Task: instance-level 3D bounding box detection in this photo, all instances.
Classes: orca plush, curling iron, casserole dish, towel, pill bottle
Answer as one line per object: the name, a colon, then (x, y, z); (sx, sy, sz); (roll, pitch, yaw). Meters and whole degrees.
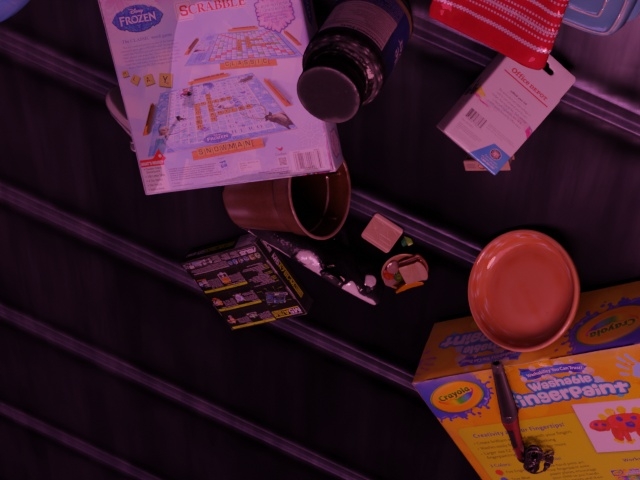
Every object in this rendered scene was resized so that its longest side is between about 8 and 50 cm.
orca plush: (0.000, 0.000, 2.075); (0.287, 0.102, 0.151); (31, -178, 10)
curling iron: (0.329, 0.292, 1.955); (0.068, 0.035, 0.274); (-7, 128, 26)
casserole dish: (0.344, -0.340, 1.593); (0.188, 0.037, 0.114); (24, 136, 6)
towel: (0.251, -0.376, 1.571); (0.199, 0.031, 0.274); (33, 139, 20)
pill bottle: (0.046, -0.267, 1.677); (0.123, 0.219, 0.122); (14, 135, 14)

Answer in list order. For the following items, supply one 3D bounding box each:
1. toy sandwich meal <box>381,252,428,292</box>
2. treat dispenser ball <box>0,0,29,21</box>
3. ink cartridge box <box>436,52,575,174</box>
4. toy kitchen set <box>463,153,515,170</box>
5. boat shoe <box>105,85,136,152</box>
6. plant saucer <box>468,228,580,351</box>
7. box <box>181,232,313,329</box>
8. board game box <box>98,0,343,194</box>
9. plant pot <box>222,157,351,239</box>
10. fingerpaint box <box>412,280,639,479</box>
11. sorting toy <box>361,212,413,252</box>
toy sandwich meal: (0.148, 0.058, 2.052); (0.086, 0.029, 0.085); (-3, 125, -4)
treat dispenser ball: (-0.544, -0.457, 1.746); (0.288, 0.288, 0.288); (14, 135, 15)
ink cartridge box: (0.269, -0.199, 1.708); (0.104, 0.061, 0.181); (39, 97, -12)
toy kitchen set: (0.250, -0.140, 1.804); (0.075, 0.068, 0.083); (1, 130, 26)
boat shoe: (-0.290, -0.171, 2.039); (0.227, 0.079, 0.081); (40, 131, -16)
plant saucer: (0.335, 0.082, 1.920); (0.200, 0.037, 0.199); (-3, 84, 37)
box: (-0.139, 0.079, 2.224); (0.191, 0.045, 0.184); (-16, 124, 35)
board game box: (-0.150, -0.244, 1.796); (0.319, 0.066, 0.318); (-6, 108, 16)
plant pot: (-0.063, -0.082, 1.959); (0.165, 0.167, 0.167); (-2, 129, 37)
fingerpaint box: (0.448, 0.280, 2.030); (0.445, 0.163, 0.371); (-16, 122, 36)
sorting toy: (0.118, -0.007, 2.035); (0.083, 0.012, 0.062); (33, 132, 0)
